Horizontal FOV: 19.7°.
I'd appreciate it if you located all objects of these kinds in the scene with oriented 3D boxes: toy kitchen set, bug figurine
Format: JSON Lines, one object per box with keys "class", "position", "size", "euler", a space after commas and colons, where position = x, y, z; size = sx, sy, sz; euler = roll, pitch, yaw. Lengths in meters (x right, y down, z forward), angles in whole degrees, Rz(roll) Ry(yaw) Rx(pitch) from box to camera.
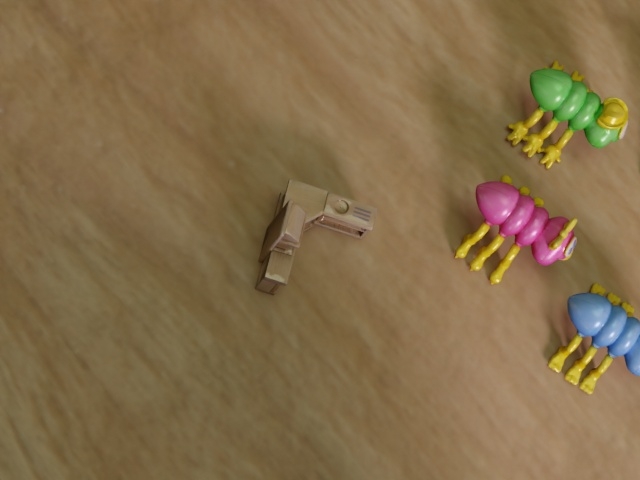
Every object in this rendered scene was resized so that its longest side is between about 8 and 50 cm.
{"class": "toy kitchen set", "position": [0.000, 0.000, 1.406], "size": [0.075, 0.068, 0.083], "euler": [18, 68, -9]}
{"class": "bug figurine", "position": [0.234, -0.028, 1.480], "size": [0.216, 0.072, 0.279], "euler": [30, 67, -4]}
